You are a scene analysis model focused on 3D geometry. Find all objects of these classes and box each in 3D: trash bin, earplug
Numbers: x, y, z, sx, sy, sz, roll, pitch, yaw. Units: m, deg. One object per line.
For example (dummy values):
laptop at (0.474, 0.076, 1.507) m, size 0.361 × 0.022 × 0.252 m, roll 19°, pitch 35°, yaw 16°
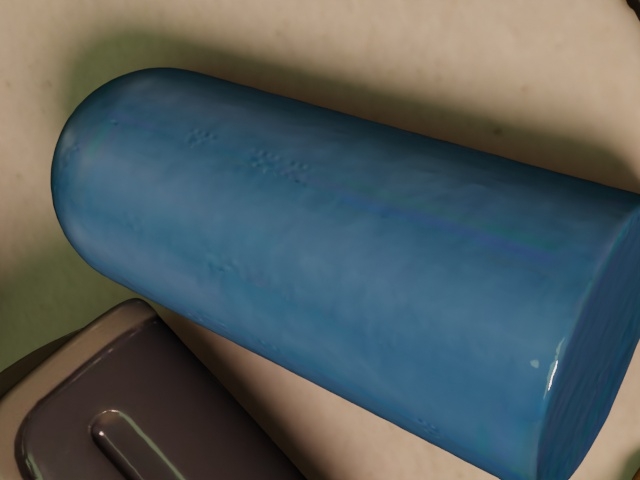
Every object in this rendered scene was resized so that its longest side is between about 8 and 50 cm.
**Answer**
trash bin at (-0.115, 0.177, 0.787) m, size 0.209 × 0.182 × 0.290 m, roll 47°, pitch 126°, yaw 4°
earplug at (0.000, 0.000, 0.703) m, size 0.273 × 0.132 × 0.132 m, roll 21°, pitch 115°, yaw 22°

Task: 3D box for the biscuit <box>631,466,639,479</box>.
biscuit at (0.188, 0.158, 0.658) m, size 0.236 × 0.039 × 0.180 m, roll -31°, pitch 50°, yaw 18°
